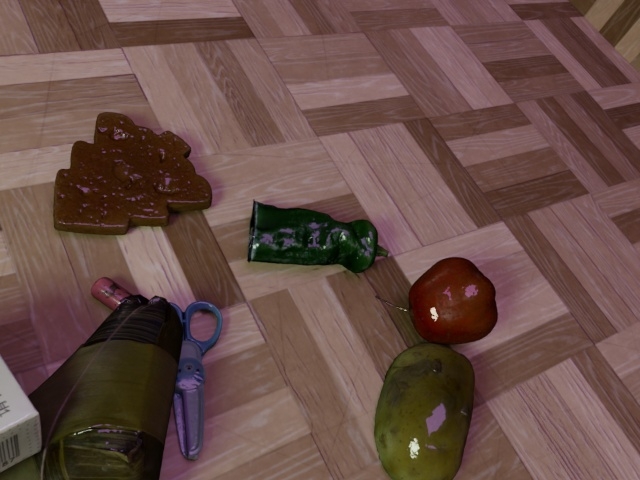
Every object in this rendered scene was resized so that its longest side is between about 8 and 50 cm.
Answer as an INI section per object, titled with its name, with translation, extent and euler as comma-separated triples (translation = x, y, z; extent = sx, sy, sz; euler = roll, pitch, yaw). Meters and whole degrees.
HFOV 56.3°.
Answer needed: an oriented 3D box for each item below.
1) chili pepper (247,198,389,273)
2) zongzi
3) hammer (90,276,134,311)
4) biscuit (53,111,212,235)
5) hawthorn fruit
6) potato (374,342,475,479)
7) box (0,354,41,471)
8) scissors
[chili pepper]
translation = 0.000, 0.000, 1.125
extent = 0.271, 0.099, 0.136
euler = 7, 29, -11
[zongzi]
translation = -0.357, 0.213, 0.812
extent = 0.318, 0.154, 0.289
euler = -3, 42, 0
[hammer]
translation = -0.326, 0.092, 0.959
extent = 0.083, 0.043, 0.043
euler = 32, 50, 4
[biscuit]
translation = -0.362, -0.109, 1.087
extent = 0.278, 0.043, 0.301
euler = 43, 53, 8
[hawthorn fruit]
translation = 0.217, 0.122, 1.098
extent = 0.204, 0.162, 0.162
euler = -19, 63, -13
[potato]
translation = 0.190, 0.274, 0.994
extent = 0.160, 0.111, 0.271
euler = 29, 51, -3
[box]
translation = -0.494, 0.205, 0.606
extent = 0.330, 0.095, 0.210
euler = -26, 57, -39
[scissors]
translation = -0.207, 0.209, 0.928
extent = 0.125, 0.030, 0.256
euler = 1, 54, -19
